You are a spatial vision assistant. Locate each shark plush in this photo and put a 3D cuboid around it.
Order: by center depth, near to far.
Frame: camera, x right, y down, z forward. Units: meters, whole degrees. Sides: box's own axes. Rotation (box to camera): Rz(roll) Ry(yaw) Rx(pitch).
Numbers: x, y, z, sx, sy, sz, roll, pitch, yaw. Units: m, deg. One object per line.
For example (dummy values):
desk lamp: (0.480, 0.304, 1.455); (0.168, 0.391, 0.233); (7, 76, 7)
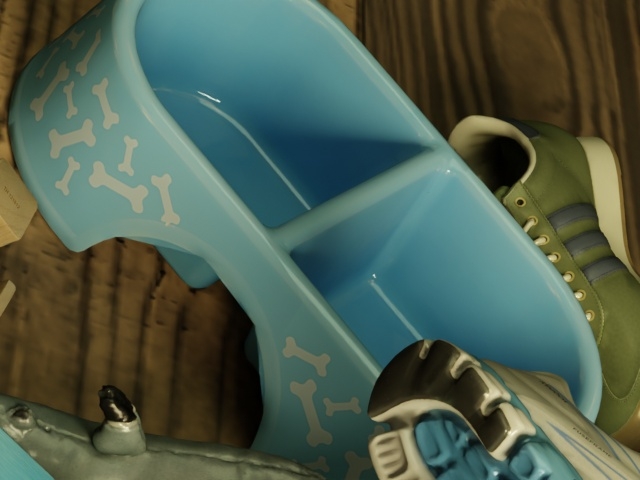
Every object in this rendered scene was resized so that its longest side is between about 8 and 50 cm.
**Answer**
shark plush: (-0.079, 0.070, 0.691); (0.161, 0.067, 0.073); (35, 41, -8)

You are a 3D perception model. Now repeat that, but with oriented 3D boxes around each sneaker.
sneaker: (0.094, 0.107, 0.598); (0.083, 0.071, 0.190); (3, 47, -42)
sneaker: (0.102, 0.013, 0.893); (0.086, 0.064, 0.192); (18, 40, -24)

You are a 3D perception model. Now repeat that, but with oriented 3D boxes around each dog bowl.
dog bowl: (0.000, 0.000, 0.813); (0.297, 0.074, 0.166); (50, 41, 10)

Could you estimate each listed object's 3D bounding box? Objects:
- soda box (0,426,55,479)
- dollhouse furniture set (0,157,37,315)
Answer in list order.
soda box: (-0.167, 0.064, 0.627); (0.210, 0.067, 0.071); (44, 40, 3)
dollhouse furniture set: (-0.176, -0.055, 0.738); (0.161, 0.101, 0.182); (58, 29, -24)
